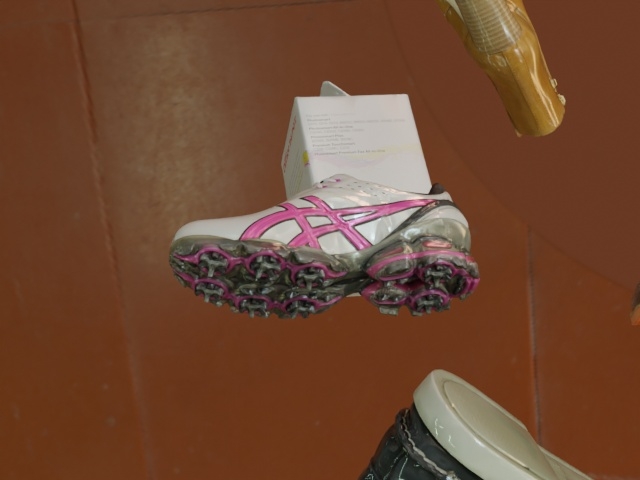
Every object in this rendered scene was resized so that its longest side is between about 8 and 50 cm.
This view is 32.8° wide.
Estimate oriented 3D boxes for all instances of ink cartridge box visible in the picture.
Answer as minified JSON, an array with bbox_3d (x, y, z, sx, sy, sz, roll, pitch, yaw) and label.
[{"bbox_3d":[0.026,-0.041,0.817,0.090,0.143,0.092,-3,150,-13],"label":"ink cartridge box"}]

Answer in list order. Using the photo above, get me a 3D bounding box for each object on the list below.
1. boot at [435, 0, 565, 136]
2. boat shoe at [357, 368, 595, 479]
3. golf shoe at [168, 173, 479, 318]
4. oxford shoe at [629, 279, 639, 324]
[{"bbox_3d":[0.231,-0.248,1.400,0.104,0.295,0.211,-25,110,13],"label":"boot"},{"bbox_3d":[0.161,0.226,0.732,0.340,0.127,0.113,38,104,-23],"label":"boat shoe"},{"bbox_3d":[0.000,0.000,0.661,0.186,0.086,0.067,1,142,-14],"label":"golf shoe"},{"bbox_3d":[0.481,0.034,1.480,0.130,0.363,0.133,-15,88,23],"label":"oxford shoe"}]
